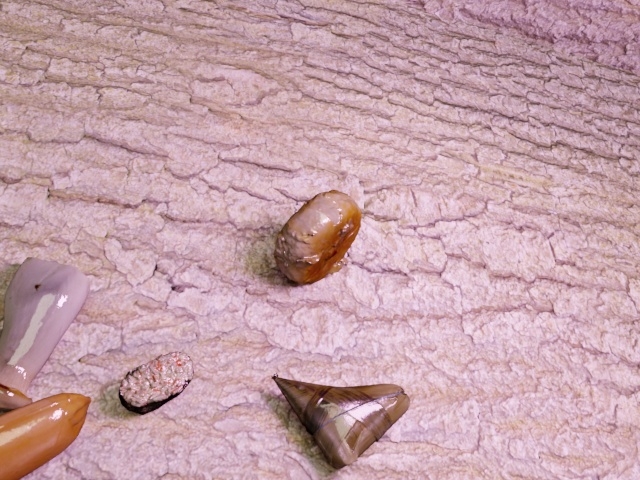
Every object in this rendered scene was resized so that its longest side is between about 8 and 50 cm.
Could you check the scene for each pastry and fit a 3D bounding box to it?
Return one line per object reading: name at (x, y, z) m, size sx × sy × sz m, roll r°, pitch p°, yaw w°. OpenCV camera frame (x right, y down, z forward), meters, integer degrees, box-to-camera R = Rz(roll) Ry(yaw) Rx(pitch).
pastry at (0.004, -0.004, 1.390) m, size 0.121 × 0.236 × 0.257 m, roll 41°, pitch 54°, yaw 21°

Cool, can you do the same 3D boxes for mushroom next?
mushroom at (-0.576, 0.178, 1.153) m, size 0.159 × 0.122 × 0.328 m, roll -6°, pitch 50°, yaw 21°

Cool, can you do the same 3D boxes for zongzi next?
zongzi at (0.046, 0.330, 1.254) m, size 0.221 × 0.112 × 0.242 m, roll -31°, pitch 70°, yaw -31°

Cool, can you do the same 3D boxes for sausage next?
sausage at (-0.561, 0.368, 1.003) m, size 0.354 × 0.134 × 0.116 m, roll -24°, pitch 43°, yaw -29°

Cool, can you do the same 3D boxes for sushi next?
sushi at (-0.326, 0.285, 1.175) m, size 0.150 × 0.078 × 0.090 m, roll -23°, pitch 67°, yaw -31°

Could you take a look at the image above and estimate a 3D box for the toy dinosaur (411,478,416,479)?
toy dinosaur at (0.164, 0.544, 1.187) m, size 0.096 × 0.059 × 0.132 m, roll 39°, pitch 61°, yaw 16°
